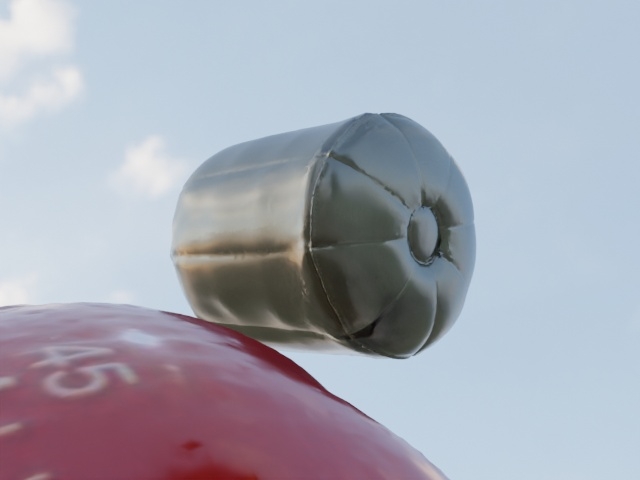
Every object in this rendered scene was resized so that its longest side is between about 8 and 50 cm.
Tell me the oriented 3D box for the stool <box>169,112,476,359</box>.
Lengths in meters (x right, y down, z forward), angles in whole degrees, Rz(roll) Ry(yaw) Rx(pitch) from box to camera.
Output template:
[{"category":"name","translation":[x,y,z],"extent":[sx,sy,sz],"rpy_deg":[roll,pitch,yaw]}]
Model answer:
[{"category":"stool","translation":[0.000,0.000,0.736],"extent":[0.110,0.096,0.096],"rpy_deg":[-4,-29,42]}]

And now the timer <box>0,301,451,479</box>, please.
[{"category":"timer","translation":[-0.070,0.207,0.501],"extent":[0.279,0.378,0.378],"rpy_deg":[-13,-33,-20]}]
